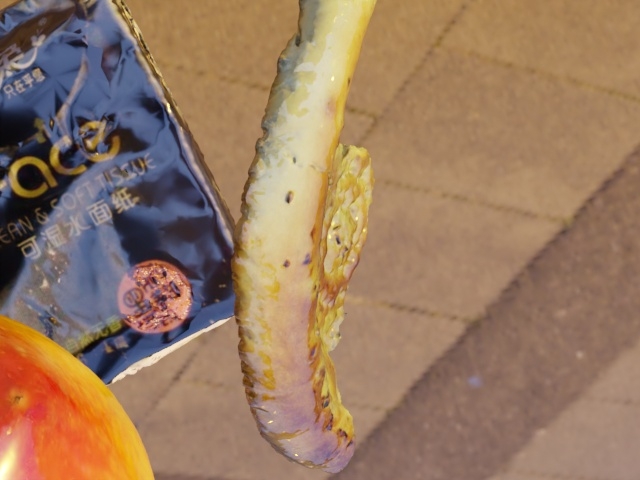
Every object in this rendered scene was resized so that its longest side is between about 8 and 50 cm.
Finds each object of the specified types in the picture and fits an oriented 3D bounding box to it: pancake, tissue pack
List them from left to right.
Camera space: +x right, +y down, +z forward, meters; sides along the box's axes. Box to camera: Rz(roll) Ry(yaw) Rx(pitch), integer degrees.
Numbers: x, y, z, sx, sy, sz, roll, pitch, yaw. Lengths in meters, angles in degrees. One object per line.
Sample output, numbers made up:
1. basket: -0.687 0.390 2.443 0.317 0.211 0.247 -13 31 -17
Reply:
1. tissue pack: -0.217 -0.042 1.363 0.245 0.332 0.123 -27 -178 -2
2. pancake: 0.005 0.002 1.059 0.054 0.197 0.377 13 126 17

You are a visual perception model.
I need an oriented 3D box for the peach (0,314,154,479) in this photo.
1. peach: -0.238 0.171 0.929 0.289 0.289 0.308 -2 176 -16
